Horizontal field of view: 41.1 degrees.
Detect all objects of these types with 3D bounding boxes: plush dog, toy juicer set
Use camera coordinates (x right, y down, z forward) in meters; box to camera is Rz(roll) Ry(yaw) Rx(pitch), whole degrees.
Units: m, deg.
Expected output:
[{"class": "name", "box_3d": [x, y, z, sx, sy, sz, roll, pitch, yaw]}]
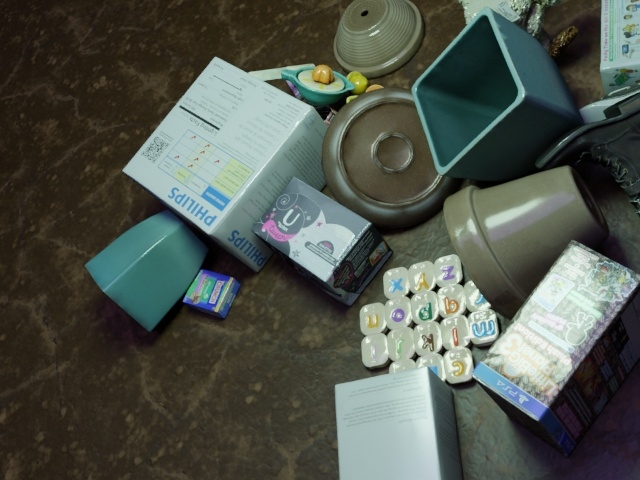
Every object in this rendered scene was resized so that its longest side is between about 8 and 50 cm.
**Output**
[{"class": "plush dog", "box_3d": [0.412, -0.444, 1.828, 0.263, 0.225, 0.210, 9, 69, 46]}, {"class": "toy juicer set", "box_3d": [0.021, -0.381, 2.017, 0.329, 0.089, 0.209, 28, 38, 21]}]

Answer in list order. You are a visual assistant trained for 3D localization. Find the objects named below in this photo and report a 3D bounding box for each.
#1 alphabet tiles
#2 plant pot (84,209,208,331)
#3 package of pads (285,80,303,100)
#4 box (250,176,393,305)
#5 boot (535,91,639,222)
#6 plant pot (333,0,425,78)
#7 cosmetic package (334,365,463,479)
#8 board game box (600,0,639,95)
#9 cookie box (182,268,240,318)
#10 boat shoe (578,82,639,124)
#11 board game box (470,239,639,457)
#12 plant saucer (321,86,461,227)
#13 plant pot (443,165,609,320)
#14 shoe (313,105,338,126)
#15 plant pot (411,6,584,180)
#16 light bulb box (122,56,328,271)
[{"class": "alphabet tiles", "box_3d": [0.215, 0.168, 1.717, 0.284, 0.021, 0.277, -15, 56, 20]}, {"class": "plant pot", "box_3d": [-0.391, 0.054, 1.995, 0.234, 0.165, 0.166, -45, 35, -6]}, {"class": "package of pads", "box_3d": [-0.054, -0.398, 2.170, 0.050, 0.032, 0.083, -33, 53, 4]}, {"class": "box", "box_3d": [0.000, 0.000, 1.849, 0.247, 0.142, 0.163, 34, 82, 37]}, {"class": "boot", "box_3d": [0.563, -0.129, 1.598, 0.263, 0.091, 0.228, -30, 94, 4]}, {"class": "plant pot", "box_3d": [0.129, -0.524, 2.097, 0.238, 0.110, 0.237, -12, 60, 21]}, {"class": "cosmetic package", "box_3d": [0.145, 0.431, 1.522, 0.197, 0.155, 0.365, -14, 58, 21]}, {"class": "board game box", "box_3d": [0.732, -0.427, 1.734, 0.304, 0.097, 0.223, -2, 61, 25]}, {"class": "cookie box", "box_3d": [-0.252, 0.122, 1.976, 0.107, 0.040, 0.091, 12, 69, 32]}, {"class": "boat shoe", "box_3d": [0.611, -0.267, 1.729, 0.219, 0.077, 0.070, -17, 24, 25]}, {"class": "board game box", "box_3d": [0.427, 0.189, 1.462, 0.141, 0.232, 0.291, 34, 82, 38]}, {"class": "plant saucer", "box_3d": [0.156, -0.184, 1.832, 0.311, 0.050, 0.310, 0, 83, 1]}, {"class": "plant pot", "box_3d": [0.388, -0.018, 1.557, 0.229, 0.263, 0.263, -30, 53, 25]}, {"class": "shoe", "box_3d": [0.046, -0.267, 2.012, 0.178, 0.081, 0.063, 18, 73, 34]}, {"class": "plant pot", "box_3d": [0.376, -0.264, 1.714, 0.247, 0.252, 0.247, -45, 44, 40]}, {"class": "light bulb box", "box_3d": [-0.199, -0.182, 2.003, 0.358, 0.225, 0.361, 33, 83, 36]}]
